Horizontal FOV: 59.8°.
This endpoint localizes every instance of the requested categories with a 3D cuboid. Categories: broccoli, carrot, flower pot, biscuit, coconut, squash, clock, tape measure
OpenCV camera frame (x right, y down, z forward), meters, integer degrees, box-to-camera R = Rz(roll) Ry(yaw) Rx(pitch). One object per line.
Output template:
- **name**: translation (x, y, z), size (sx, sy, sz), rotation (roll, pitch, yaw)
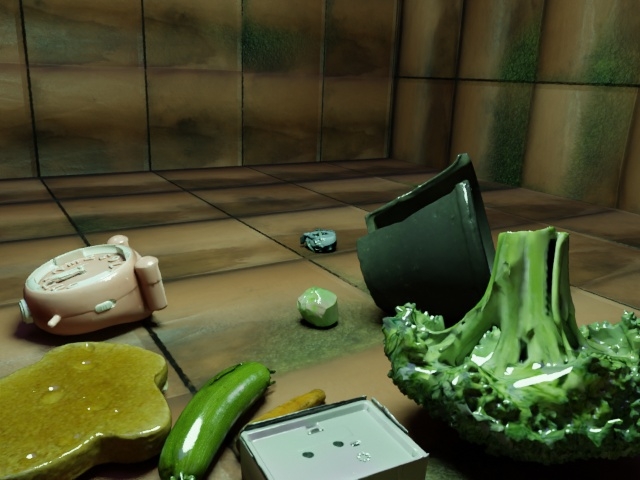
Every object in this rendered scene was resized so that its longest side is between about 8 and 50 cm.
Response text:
- **broccoli**: translation (0.276, 0.152, 0.784), size (0.374, 0.302, 0.249), rotation (4, -23, 22)
- **carrot**: translation (-0.047, 0.249, 0.789), size (0.047, 0.047, 0.191), rotation (13, 18, 31)
- **flower pot**: translation (0.230, 0.034, 1.155), size (0.250, 0.380, 0.379), rotation (-15, 11, 18)
- **biscuit**: translation (-0.330, 0.238, 0.756), size (0.287, 0.057, 0.344), rotation (5, 16, 12)
- **coconut**: translation (-0.006, 0.132, 1.127), size (0.082, 0.081, 0.083), rotation (-10, 25, 3)
- **squash**: translation (-0.141, 0.236, 0.761), size (0.080, 0.071, 0.318), rotation (11, 19, 13)
- **clock**: translation (-0.449, 0.106, 1.081), size (0.241, 0.143, 0.227), rotation (-21, 26, -33)
- **tape measure**: translation (0.002, 0.000, 1.611), size (0.091, 0.054, 0.094), rotation (-19, 24, -38)
- **clock**: translation (0.014, 0.270, 0.671), size (0.191, 0.071, 0.147), rotation (-6, 18, -27)
